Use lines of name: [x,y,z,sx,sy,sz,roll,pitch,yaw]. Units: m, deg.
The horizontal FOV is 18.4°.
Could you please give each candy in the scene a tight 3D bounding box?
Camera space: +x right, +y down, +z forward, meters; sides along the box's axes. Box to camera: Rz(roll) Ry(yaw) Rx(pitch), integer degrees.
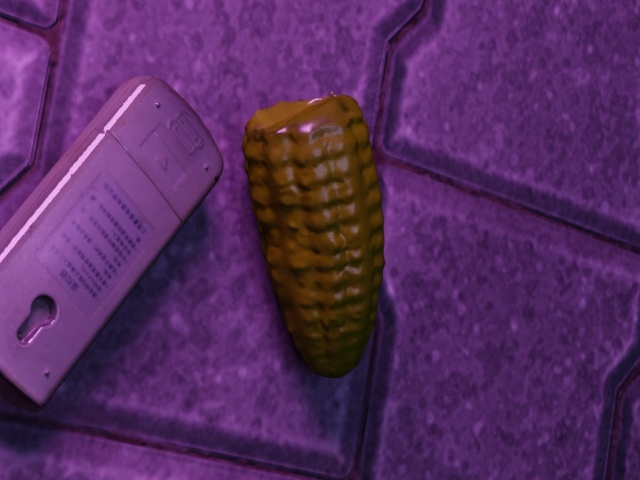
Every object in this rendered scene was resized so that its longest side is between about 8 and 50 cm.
candy: [0.000,0.000,1.411,0.097,0.097,0.209,-23,113,-41]

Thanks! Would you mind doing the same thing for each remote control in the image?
remote control: [-0.153,-0.002,1.301,0.098,0.038,0.233,52,57,-29]
